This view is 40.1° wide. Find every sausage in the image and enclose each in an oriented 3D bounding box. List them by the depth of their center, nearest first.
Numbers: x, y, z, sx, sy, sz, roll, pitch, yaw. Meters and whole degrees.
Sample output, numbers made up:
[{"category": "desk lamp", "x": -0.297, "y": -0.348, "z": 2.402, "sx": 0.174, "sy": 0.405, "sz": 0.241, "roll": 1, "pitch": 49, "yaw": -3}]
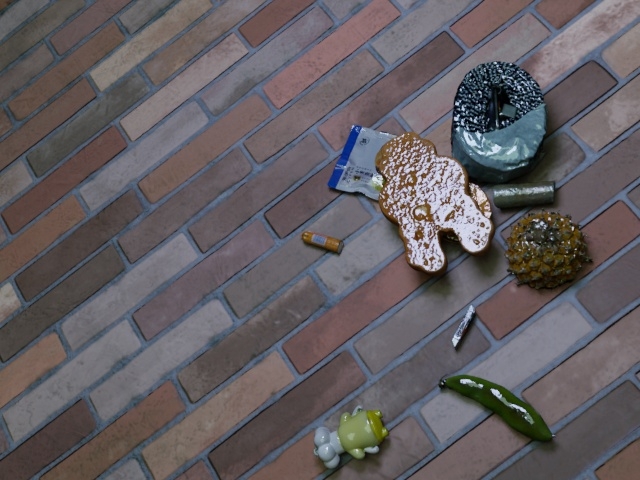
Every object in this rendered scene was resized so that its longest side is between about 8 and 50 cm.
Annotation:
[{"category": "sausage", "x": 0.000, "y": 0.000, "z": 2.003, "sx": 0.107, "sy": 0.031, "sz": 0.031, "roll": 18, "pitch": 77, "yaw": 24}]

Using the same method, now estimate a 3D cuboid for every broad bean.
[{"category": "broad bean", "x": 0.355, "y": 0.323, "z": 1.747, "sx": 0.254, "sy": 0.046, "sz": 0.065, "roll": 27, "pitch": 87, "yaw": 27}]

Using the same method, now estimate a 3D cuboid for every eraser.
[{"category": "eraser", "x": 0.300, "y": 0.180, "z": 1.831, "sx": 0.019, "sy": 0.027, "sz": 0.099, "roll": 28, "pitch": 79, "yaw": 24}]

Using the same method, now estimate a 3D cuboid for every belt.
[{"category": "belt", "x": 0.386, "y": -0.249, "z": 1.904, "sx": 0.207, "sy": 0.150, "sz": 0.257, "roll": -2, "pitch": 70, "yaw": 8}]

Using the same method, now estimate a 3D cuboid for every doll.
[{"category": "doll", "x": 0.059, "y": 0.406, "z": 1.808, "sx": 0.162, "sy": 0.062, "sz": 0.106, "roll": -25, "pitch": 60, "yaw": 8}]

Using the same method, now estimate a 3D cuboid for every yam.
[{"category": "yam", "x": 0.437, "y": -0.099, "z": 1.879, "sx": 0.132, "sy": 0.054, "sz": 0.054, "roll": -5, "pitch": 68, "yaw": 15}]

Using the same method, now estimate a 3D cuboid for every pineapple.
[{"category": "pineapple", "x": 0.455, "y": 0.005, "z": 1.784, "sx": 0.176, "sy": 0.137, "sz": 0.161, "roll": -12, "pitch": 66, "yaw": 15}]

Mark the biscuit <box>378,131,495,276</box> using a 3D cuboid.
[{"category": "biscuit", "x": 0.232, "y": -0.085, "z": 1.881, "sx": 0.202, "sy": 0.047, "sz": 0.334, "roll": -29, "pitch": 66, "yaw": 8}]

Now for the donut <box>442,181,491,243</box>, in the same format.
[{"category": "donut", "x": 0.299, "y": -0.059, "z": 1.908, "sx": 0.152, "sy": 0.058, "sz": 0.152, "roll": -6, "pitch": 69, "yaw": 16}]

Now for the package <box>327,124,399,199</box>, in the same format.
[{"category": "package", "x": 0.121, "y": -0.177, "z": 2.032, "sx": 0.173, "sy": 0.027, "sz": 0.171, "roll": 17, "pitch": 76, "yaw": 20}]
